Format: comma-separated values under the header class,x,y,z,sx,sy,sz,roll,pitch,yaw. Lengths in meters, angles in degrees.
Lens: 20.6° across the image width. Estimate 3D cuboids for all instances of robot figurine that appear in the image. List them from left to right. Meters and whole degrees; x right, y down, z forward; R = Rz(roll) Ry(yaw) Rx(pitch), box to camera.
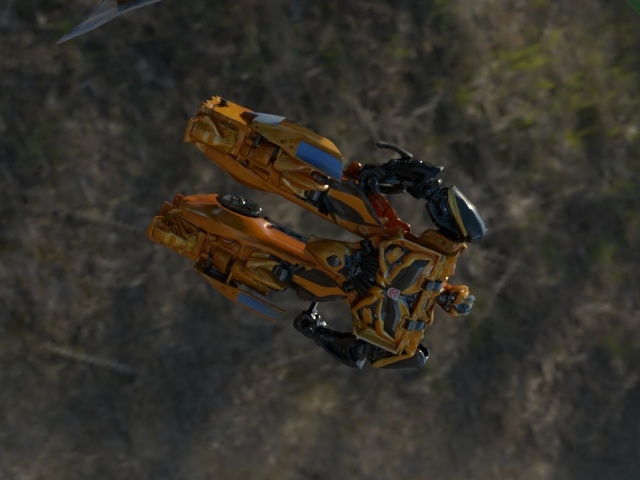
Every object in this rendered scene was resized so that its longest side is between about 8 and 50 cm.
class,x,y,z,sx,sy,sz,roll,pitch,yaw
robot figurine,0.000,0.000,1.559,0.291,0.211,0.085,26,23,11

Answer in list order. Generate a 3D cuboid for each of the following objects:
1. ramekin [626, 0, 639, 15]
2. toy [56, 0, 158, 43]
class,x,y,z,sx,sy,sz,roll,pitch,yaw
ramekin,0.386,-0.235,1.364,0.303,0.148,0.303,15,36,-11
toy,-0.124,-0.251,1.460,0.056,0.137,0.237,62,35,-16
